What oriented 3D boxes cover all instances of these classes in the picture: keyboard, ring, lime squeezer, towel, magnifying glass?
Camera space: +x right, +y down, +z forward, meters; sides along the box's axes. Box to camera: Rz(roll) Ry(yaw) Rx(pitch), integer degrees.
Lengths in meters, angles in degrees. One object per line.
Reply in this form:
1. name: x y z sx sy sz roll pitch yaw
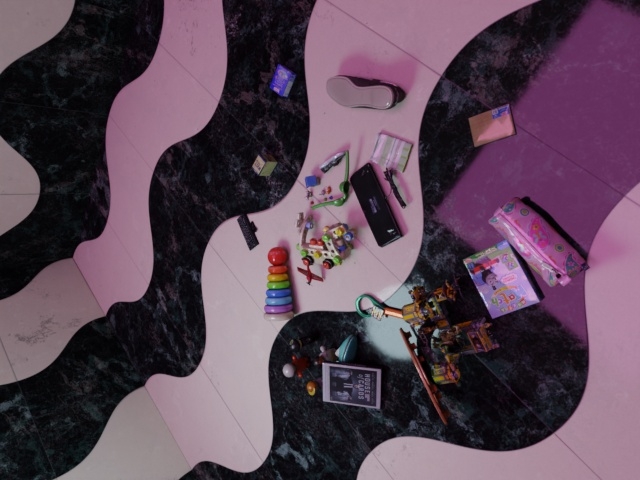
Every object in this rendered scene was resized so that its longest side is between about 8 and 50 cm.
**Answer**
1. keyboard: 0.234 -0.150 1.625 0.201 0.033 0.317 -32 76 45
2. ring: 0.353 0.445 1.441 0.032 0.336 0.337 -27 76 7
3. keyboard: -0.358 -0.049 2.131 0.108 0.023 0.180 -35 75 37
4. lime squeezer: 0.073 -0.209 1.728 0.110 0.058 0.310 54 132 25
5. towel: 0.258 -0.326 1.587 0.152 0.023 0.113 29 114 33
6. magnifying glass: 0.235 0.270 1.685 0.231 0.026 0.092 9 102 40

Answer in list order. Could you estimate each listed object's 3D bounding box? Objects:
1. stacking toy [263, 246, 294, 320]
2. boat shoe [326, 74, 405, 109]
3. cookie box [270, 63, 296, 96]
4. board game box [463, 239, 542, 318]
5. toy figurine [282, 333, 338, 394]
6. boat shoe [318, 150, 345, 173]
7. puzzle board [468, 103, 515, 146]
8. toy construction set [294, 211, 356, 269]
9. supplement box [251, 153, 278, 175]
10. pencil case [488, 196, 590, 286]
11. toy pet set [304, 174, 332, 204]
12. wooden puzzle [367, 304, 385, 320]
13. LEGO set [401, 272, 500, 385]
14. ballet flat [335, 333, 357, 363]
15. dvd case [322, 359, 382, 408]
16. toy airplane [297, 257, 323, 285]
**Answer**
1. stacking toy: -0.198 0.195 1.967 0.141 0.141 0.331 -4 90 40
2. boat shoe: 0.164 -0.551 1.607 0.335 0.095 0.112 27 126 39
3. cookie box: -0.164 -0.697 1.876 0.092 0.040 0.107 43 120 27
4. board game box: 0.577 0.123 1.372 0.160 0.039 0.212 -33 76 37
5. toy figurine: -0.047 0.533 1.868 0.209 0.148 0.213 30 113 33
6. boat shoe: 0.053 -0.319 1.747 0.142 0.049 0.040 -27 97 40
7. puzzle board: 0.541 -0.362 1.358 0.128 0.011 0.097 -13 86 39
8. toy construction set: 0.000 0.000 1.759 0.327 0.151 0.215 20 132 44
9. supplement box: -0.254 -0.346 1.967 0.056 0.083 0.083 50 123 23
10. pencil case: 0.632 0.005 1.260 0.124 0.124 0.284 -50 64 32
11. toy pet set: -0.024 -0.215 1.807 0.122 0.065 0.114 -13 88 39
12. wooden puzzle: 0.221 0.282 1.677 0.083 0.006 0.049 29 114 34
13. LEGO set: 0.432 0.281 1.381 0.192 0.255 0.331 -27 82 38
14. ballet flat: 0.097 0.502 1.789 0.087 0.083 0.247 12 103 43
15. dvd case: 0.127 0.581 1.737 0.238 0.029 0.179 3 104 14
16. toy airplane: -0.051 0.128 1.840 0.028 0.151 0.151 -34 74 35
